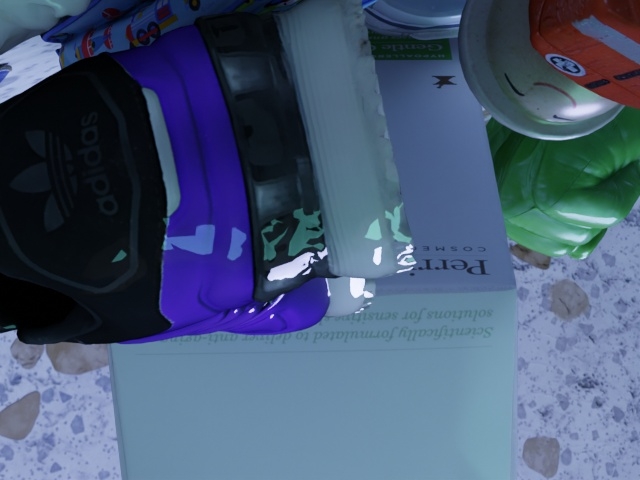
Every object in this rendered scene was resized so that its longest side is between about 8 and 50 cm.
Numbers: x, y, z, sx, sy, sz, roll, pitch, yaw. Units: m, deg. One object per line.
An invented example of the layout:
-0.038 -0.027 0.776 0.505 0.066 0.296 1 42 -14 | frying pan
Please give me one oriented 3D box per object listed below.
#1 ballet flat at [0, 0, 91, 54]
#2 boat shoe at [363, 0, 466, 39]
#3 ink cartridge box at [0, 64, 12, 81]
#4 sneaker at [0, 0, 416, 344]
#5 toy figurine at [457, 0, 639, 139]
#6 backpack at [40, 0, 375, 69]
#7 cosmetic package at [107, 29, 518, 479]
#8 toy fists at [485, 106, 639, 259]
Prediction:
-0.048 -0.139 0.342 0.409 0.147 0.147 -17 -179 45 | ballet flat
0.183 -0.185 0.876 0.367 0.135 0.156 -17 177 -7 | boat shoe
-0.328 -0.036 0.954 0.223 0.045 0.224 -19 177 -37 | ink cartridge box
-0.058 -0.013 0.513 0.146 0.102 0.293 -13 174 -4 | sneaker
0.123 -0.144 0.422 0.213 0.209 0.148 -21 -176 -14 | toy figurine
-0.017 -0.134 0.563 0.158 0.116 0.173 -23 177 40 | backpack
0.000 0.000 0.846 0.197 0.155 0.365 -2 -152 0 | cosmetic package
0.164 -0.060 1.004 0.142 0.096 0.279 -53 -175 4 | toy fists
